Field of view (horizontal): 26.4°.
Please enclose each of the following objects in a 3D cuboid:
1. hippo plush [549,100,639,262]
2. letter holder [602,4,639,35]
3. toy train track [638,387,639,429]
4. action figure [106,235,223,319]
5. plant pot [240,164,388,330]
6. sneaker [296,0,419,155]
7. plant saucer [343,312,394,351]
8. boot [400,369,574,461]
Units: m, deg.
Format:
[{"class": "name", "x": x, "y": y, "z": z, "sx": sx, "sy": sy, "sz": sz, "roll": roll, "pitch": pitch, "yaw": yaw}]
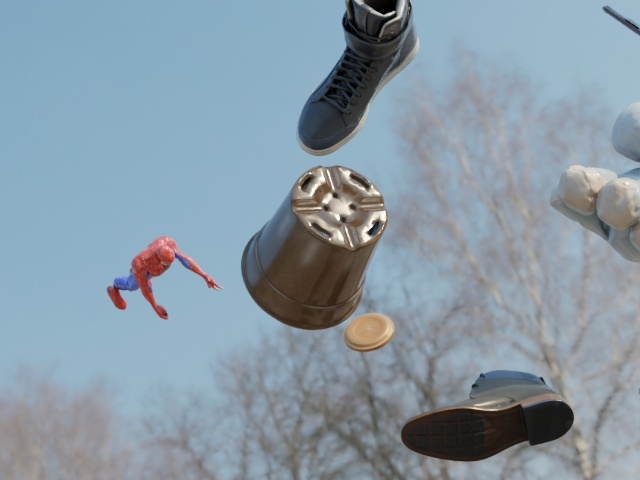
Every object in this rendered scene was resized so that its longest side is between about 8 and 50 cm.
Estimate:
[{"class": "hippo plush", "x": 0.541, "y": -0.090, "z": 2.167, "sx": 0.236, "sy": 0.294, "sz": 0.234, "roll": -54, "pitch": 14, "yaw": -5}, {"class": "letter holder", "x": 0.510, "y": -0.297, "z": 1.770, "sx": 0.302, "sy": 0.214, "sz": 0.152, "roll": 23, "pitch": -74, "yaw": -29}, {"class": "toy train track", "x": 0.499, "y": 0.249, "z": 2.091, "sx": 0.014, "sy": 0.083, "sz": 0.048, "roll": 4, "pitch": -8, "yaw": 3}, {"class": "action figure", "x": -0.253, "y": 0.075, "z": 2.181, "sx": 0.091, "sy": 0.139, "sz": 0.280, "roll": -43, "pitch": 0, "yaw": -23}, {"class": "plant pot", "x": 0.000, "y": 0.000, "z": 1.716, "sx": 0.167, "sy": 0.167, "sz": 0.165, "roll": -8, "pitch": -31, "yaw": -25}, {"class": "sneaker", "x": 0.039, "y": -0.224, "z": 1.718, "sx": 0.226, "sy": 0.086, "sz": 0.163, "roll": -53, "pitch": -16, "yaw": -13}, {"class": "plant saucer", "x": 0.076, "y": 0.145, "z": 2.175, "sx": 0.083, "sy": 0.083, "sz": 0.013, "roll": -20, "pitch": -52, "yaw": -2}, {"class": "boot", "x": 0.207, "y": 0.224, "z": 1.759, "sx": 0.219, "sy": 0.082, "sz": 0.106, "roll": -6, "pitch": 19, "yaw": -3}]
